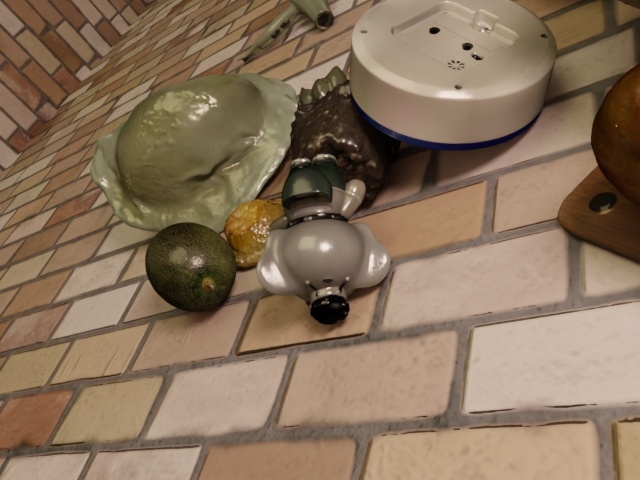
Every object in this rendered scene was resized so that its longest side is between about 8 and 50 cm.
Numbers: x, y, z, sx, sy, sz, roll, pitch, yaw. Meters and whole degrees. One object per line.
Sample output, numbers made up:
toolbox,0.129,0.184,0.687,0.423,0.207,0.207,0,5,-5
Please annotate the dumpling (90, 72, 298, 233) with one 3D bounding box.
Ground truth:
dumpling,-0.220,-0.156,1.032,0.321,0.212,0.270,-29,35,37

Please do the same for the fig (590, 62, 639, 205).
fig,0.306,-0.057,0.407,0.170,0.145,0.274,-37,43,8

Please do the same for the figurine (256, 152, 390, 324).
figurine,0.000,0.000,0.692,0.147,0.126,0.192,-7,64,4

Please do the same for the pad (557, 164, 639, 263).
pad,0.371,-0.068,0.487,0.284,0.018,0.286,-44,30,-5

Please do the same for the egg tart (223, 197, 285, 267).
egg tart,-0.091,-0.021,0.879,0.129,0.049,0.129,-25,35,20

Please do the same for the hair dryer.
hair dryer,-0.063,-0.484,1.422,0.267,0.092,0.229,-53,37,5

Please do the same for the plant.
plant,0.032,-0.137,0.821,0.132,0.129,0.194,-21,40,25

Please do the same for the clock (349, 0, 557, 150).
clock,0.150,-0.206,0.725,0.230,0.083,0.230,1,49,-1

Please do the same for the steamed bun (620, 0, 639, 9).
steamed bun,0.376,-0.351,0.508,0.347,0.237,0.394,28,51,22

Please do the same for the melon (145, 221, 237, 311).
melon,-0.173,0.034,0.831,0.114,0.114,0.167,-46,31,-9
